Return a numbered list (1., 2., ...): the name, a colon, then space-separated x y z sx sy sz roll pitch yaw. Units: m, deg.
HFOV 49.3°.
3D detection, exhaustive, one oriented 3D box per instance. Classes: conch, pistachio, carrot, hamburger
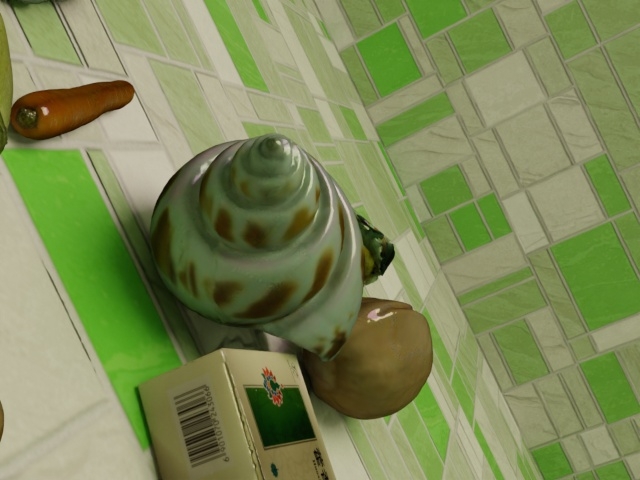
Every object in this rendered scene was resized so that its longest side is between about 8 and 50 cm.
1. conch: -0.051 0.008 0.724 0.249 0.197 0.368 41 2 6
2. pistachio: 0.070 0.158 0.972 0.162 0.181 0.293 47 4 29
3. carrot: -0.235 -0.137 0.697 0.043 0.043 0.248 61 15 -13
4. hamburger: 0.003 0.000 0.989 0.235 0.125 0.214 23 -19 47

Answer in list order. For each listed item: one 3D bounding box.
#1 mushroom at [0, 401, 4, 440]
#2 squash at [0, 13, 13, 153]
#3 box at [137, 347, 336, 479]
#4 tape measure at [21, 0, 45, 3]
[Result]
1. mushroom: -0.228 0.077 0.284 0.088 0.097 0.212 59 12 24
2. squash: -0.277 -0.146 0.518 0.094 0.094 0.224 48 16 -45
3. box: -0.058 0.213 0.632 0.211 0.095 0.168 70 14 18
4. tape measure: -0.298 -0.375 0.706 0.243 0.125 0.246 60 17 -15
